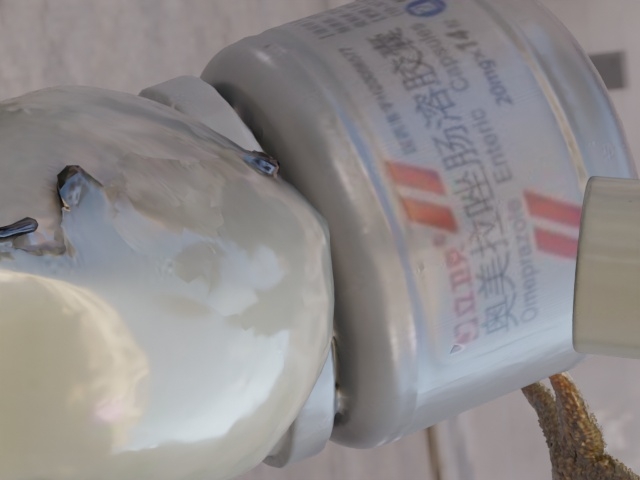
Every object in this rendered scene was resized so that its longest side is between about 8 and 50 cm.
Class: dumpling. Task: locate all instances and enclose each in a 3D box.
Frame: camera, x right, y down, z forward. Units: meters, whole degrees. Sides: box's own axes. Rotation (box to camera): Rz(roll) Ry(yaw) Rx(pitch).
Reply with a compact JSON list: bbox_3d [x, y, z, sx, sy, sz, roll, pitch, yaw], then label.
[{"bbox_3d":[-0.112,0.049,0.651,0.243,0.227,0.175,17,27,-40],"label":"dumpling"}]

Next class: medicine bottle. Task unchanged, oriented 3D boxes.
[{"bbox_3d":[0.000,0.000,1.014,0.245,0.306,0.245,55,-23,37],"label":"medicine bottle"}]

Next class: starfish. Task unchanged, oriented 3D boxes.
[{"bbox_3d":[0.225,0.190,1.625,0.231,0.048,0.295,62,-15,3],"label":"starfish"}]

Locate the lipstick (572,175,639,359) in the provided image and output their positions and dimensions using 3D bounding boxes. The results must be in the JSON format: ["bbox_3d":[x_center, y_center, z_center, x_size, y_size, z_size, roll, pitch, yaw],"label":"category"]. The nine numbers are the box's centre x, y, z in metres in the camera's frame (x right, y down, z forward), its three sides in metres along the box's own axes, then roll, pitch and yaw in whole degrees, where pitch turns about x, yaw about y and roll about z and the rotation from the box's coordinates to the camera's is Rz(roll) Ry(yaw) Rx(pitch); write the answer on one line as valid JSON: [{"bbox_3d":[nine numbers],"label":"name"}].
[{"bbox_3d":[0.223,0.020,0.652,0.070,0.254,0.070,5,90,-78],"label":"lipstick"}]
